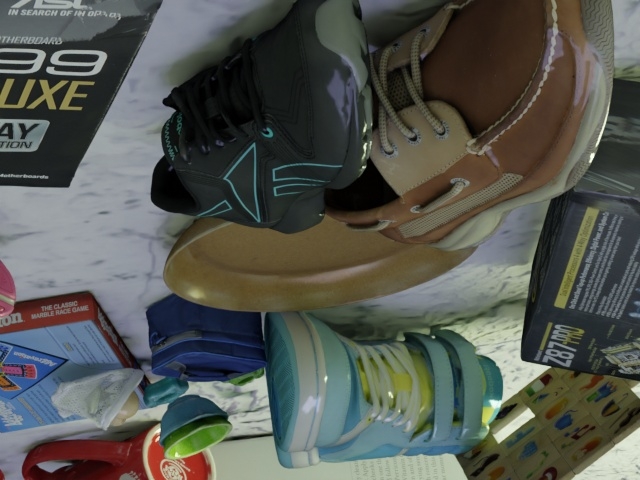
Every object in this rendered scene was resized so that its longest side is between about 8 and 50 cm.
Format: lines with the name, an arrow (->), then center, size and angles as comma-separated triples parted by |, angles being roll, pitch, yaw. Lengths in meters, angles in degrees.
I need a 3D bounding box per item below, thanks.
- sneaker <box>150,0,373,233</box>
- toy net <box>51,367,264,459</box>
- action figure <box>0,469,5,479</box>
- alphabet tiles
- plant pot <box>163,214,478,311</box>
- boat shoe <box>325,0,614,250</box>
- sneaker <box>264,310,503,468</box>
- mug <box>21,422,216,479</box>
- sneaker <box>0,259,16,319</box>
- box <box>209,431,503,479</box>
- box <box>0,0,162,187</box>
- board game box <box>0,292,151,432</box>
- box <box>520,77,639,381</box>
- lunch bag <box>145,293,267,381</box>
sneaker -> -0.035, -0.065, 1.156 | 0.106, 0.101, 0.267 | -1, 159, -12
toy net -> -0.137, 0.141, 1.702 | 0.122, 0.045, 0.232 | -32, 159, 22
action figure -> -0.391, 0.274, 1.915 | 0.091, 0.139, 0.280 | -18, 161, 29
alphabet tiles -> 0.207, 0.151, 1.679 | 0.198, 0.009, 0.237 | -37, -168, 3
plant pot -> 0.000, 0.000, 1.450 | 0.236, 0.032, 0.236 | -8, 160, -3
boat shoe -> 0.077, -0.071, 1.157 | 0.116, 0.123, 0.324 | 0, 157, -16
sneaker -> 0.059, 0.118, 1.672 | 0.208, 0.127, 0.319 | -5, 170, -2
mug -> -0.203, 0.250, 1.954 | 0.150, 0.113, 0.169 | 8, 151, -42
sneaker -> -0.297, 0.028, 1.367 | 0.170, 0.063, 0.075 | 12, 153, -33
box -> 0.020, 0.304, 2.100 | 0.345, 0.168, 0.215 | -6, 160, -5
box -> -0.251, -0.107, 0.983 | 0.307, 0.076, 0.242 | 0, 159, -21
board game box -> -0.235, 0.107, 1.662 | 0.145, 0.027, 0.281 | -10, 160, 1
box -> 0.319, 0.023, 1.421 | 0.318, 0.097, 0.395 | 8, 160, 4
lunch bag -> -0.093, 0.081, 1.588 | 0.098, 0.065, 0.067 | 8, 155, -39
